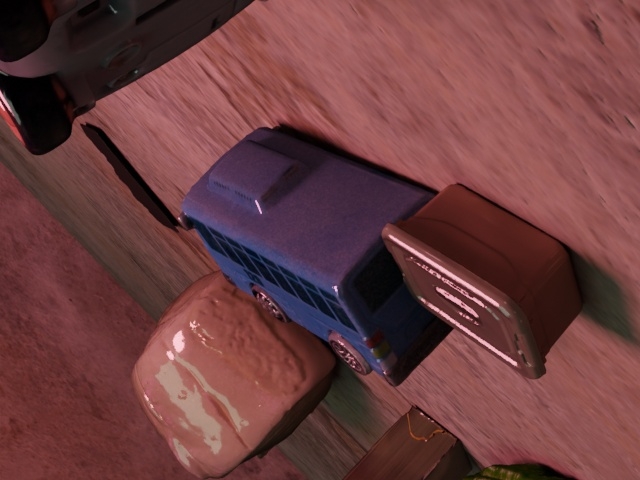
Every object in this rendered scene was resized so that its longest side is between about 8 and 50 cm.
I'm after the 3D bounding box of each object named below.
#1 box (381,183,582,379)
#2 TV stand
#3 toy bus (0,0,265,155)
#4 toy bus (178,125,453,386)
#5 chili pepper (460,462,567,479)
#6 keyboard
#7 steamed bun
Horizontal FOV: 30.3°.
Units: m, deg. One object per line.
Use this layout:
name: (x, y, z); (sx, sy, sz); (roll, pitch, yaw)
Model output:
box: (0.107, 0.022, 0.759); (0.122, 0.062, 0.089); (36, 164, 39)
TV stand: (0.054, 0.323, 1.366); (0.082, 0.269, 0.088); (35, 162, 36)
toy bus: (-0.125, -0.194, 0.564); (0.232, 0.194, 0.288); (53, 167, 3)
toy bus: (0.000, 0.000, 0.910); (0.234, 0.116, 0.134); (27, 157, 48)
chili pepper: (0.199, 0.266, 1.180); (0.099, 0.083, 0.253); (37, 171, -6)
keyboard: (-0.267, -0.088, 1.668); (0.074, 0.015, 0.196); (17, 150, 56)
steamed bun: (-0.139, 0.193, 1.632); (0.247, 0.236, 0.383); (46, 166, 2)
